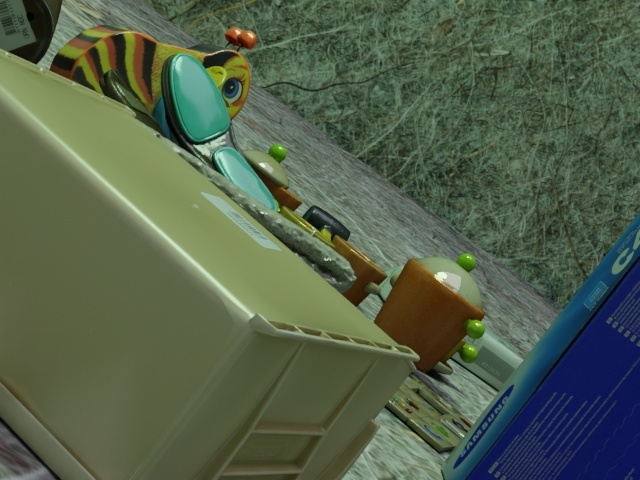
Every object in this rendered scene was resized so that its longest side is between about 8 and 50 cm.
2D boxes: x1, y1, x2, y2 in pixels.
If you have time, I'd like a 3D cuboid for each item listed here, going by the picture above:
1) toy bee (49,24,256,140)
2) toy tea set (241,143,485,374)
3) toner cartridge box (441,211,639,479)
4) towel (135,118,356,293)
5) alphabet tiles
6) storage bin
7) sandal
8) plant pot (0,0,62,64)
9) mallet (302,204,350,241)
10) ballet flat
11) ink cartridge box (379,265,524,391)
[{"bbox_3d":[-0.151,-0.177,1.702,0.195,0.162,0.298,23,-4,30],"label":"toy bee"},{"bbox_3d":[0.045,0.007,1.621,0.336,0.124,0.200,38,3,3],"label":"toy tea set"},{"bbox_3d":[0.267,0.103,1.239,0.165,0.348,0.075,37,7,-9],"label":"toner cartridge box"},{"bbox_3d":[-0.111,-0.039,1.367,0.282,0.049,0.187,33,-4,-36],"label":"towel"},{"bbox_3d":[0.048,0.116,1.455,0.237,0.009,0.198,39,8,17],"label":"alphabet tiles"},{"bbox_3d":[-0.104,0.025,0.861,0.262,0.123,0.260,40,7,21],"label":"storage bin"},{"bbox_3d":[-0.190,-0.104,1.510,0.090,0.060,0.219,53,-7,1],"label":"sandal"},{"bbox_3d":[-0.308,-0.247,1.357,0.215,0.215,0.230,31,23,-41],"label":"plant pot"},{"bbox_3d":[0.000,0.000,1.857,0.062,0.039,0.190,38,11,-4],"label":"mallet"},{"bbox_3d":[-0.115,-0.089,1.562,0.203,0.074,0.074,61,12,9],"label":"ballet flat"},{"bbox_3d":[0.148,0.088,1.937,0.181,0.056,0.225,35,9,-20],"label":"ink cartridge box"}]
